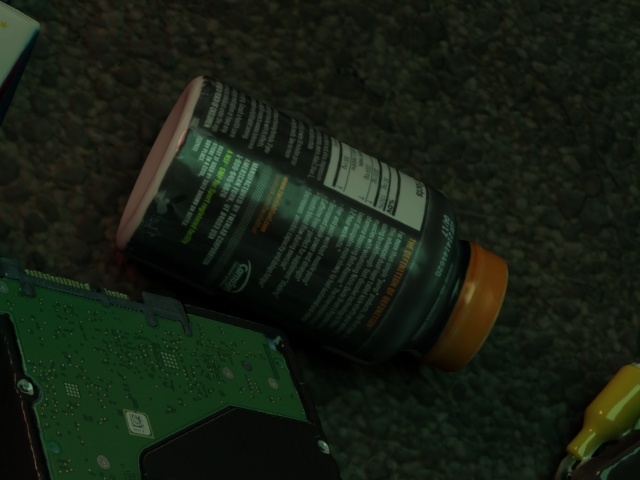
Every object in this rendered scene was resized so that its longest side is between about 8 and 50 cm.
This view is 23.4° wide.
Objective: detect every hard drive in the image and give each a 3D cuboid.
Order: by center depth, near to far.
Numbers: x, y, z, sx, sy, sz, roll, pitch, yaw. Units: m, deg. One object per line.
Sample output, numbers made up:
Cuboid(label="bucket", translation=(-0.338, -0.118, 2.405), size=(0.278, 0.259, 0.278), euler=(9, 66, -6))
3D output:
Cuboid(label="hard drive", translation=(-0.070, 0.173, 0.842), size=(0.237, 0.064, 0.339), euler=(18, 38, -42))

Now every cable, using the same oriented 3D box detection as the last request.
Cuboid(label="cable", translation=(0.168, 0.192, 1.067), size=(0.287, 0.072, 0.139), euler=(-26, 95, -20))

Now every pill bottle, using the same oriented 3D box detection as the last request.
Cuboid(label="pill bottle", translation=(0.000, 0.000, 1.020), size=(0.245, 0.130, 0.130), euler=(26, 57, -11))

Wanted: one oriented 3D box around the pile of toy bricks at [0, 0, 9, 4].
Cuboid(label="pile of toy bricks", translation=(-0.254, -0.167, 0.999), size=(0.118, 0.105, 0.212), euler=(38, 56, -3))

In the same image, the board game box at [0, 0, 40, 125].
Cuboid(label="board game box", translation=(-0.277, 0.024, 0.822), size=(0.097, 0.224, 0.303), euler=(28, 57, -9))
